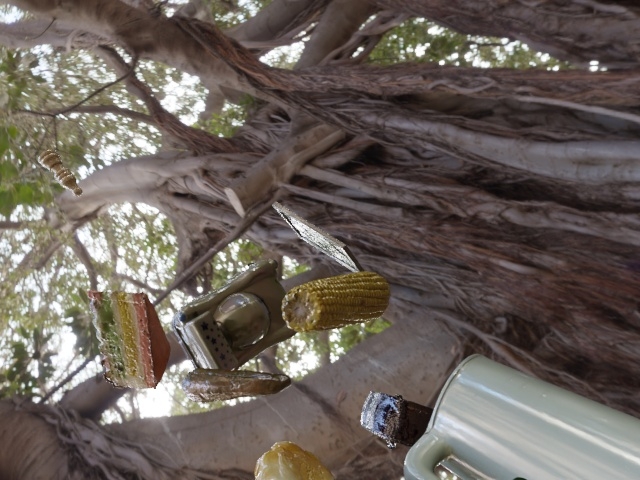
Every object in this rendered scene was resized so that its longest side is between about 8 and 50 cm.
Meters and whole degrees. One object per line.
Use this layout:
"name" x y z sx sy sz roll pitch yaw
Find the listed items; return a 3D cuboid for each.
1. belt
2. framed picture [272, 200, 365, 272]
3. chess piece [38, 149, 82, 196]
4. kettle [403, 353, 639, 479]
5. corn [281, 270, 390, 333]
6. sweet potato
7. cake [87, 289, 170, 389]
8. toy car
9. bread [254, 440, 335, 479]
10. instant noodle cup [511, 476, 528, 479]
"belt" 0.228 0.557 1.464 0.184 0.289 0.163 16 -105 -6
"framed picture" 0.000 0.000 1.559 0.020 0.324 0.240 -51 -33 -9
"chess piece" -0.459 -0.116 0.850 0.035 0.035 0.092 -40 -92 -17
"kettle" 0.318 0.331 0.675 0.265 0.318 0.205 -50 -47 -19
"corn" 0.058 0.157 1.225 0.387 0.144 0.143 -5 -70 -56
"sweet potato" -0.193 0.311 1.034 0.075 0.274 0.075 35 -130 -57
"cake" -0.352 0.170 0.897 0.110 0.090 0.225 7 -61 7
"toy car" -0.209 0.211 1.308 0.336 0.226 0.242 -30 -86 -31
"bread" -0.033 0.468 0.775 0.173 0.311 0.121 34 -83 -16
"instant noodle cup" 0.072 0.298 0.301 0.233 0.207 0.207 -32 -52 18
